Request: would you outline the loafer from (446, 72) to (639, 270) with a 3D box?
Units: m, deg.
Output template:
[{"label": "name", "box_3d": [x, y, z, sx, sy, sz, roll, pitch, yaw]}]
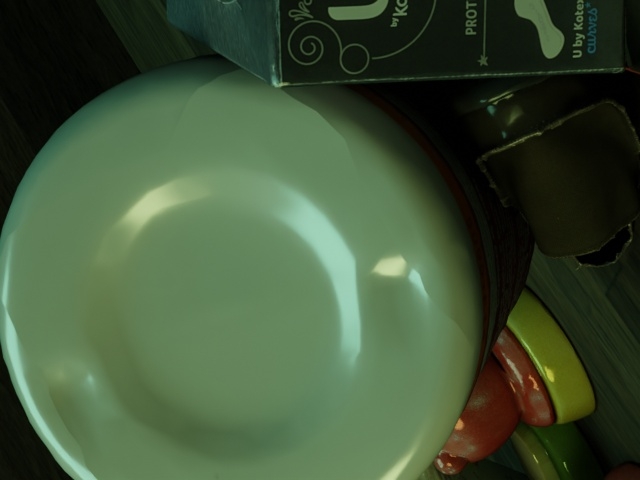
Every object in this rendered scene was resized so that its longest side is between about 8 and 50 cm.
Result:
[{"label": "loafer", "box_3d": [0.124, -0.035, 0.751, 0.220, 0.080, 0.078, 24, -136, -67]}]

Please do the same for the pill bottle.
[{"label": "pill bottle", "box_3d": [0.000, 0.000, 0.862, 0.224, 0.224, 0.392, 60, -164, -2]}]

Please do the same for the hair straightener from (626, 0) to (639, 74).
[{"label": "hair straightener", "box_3d": [0.165, -0.049, 0.681, 0.089, 0.047, 0.230, 53, 170, 38]}]

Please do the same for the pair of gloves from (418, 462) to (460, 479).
[{"label": "pair of gloves", "box_3d": [0.070, 0.085, 1.332, 0.204, 0.042, 0.240, 60, -154, -17]}]

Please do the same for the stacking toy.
[{"label": "stacking toy", "box_3d": [0.182, 0.219, 1.255, 0.309, 0.130, 0.279, 56, 171, 24]}]

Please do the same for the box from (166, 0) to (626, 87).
[{"label": "box", "box_3d": [0.015, -0.161, 0.662, 0.247, 0.142, 0.163, -139, 46, -69]}]

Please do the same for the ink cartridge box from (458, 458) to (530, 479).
[{"label": "ink cartridge box", "box_3d": [0.124, 0.281, 1.344, 0.278, 0.117, 0.201, 24, -157, -33]}]
